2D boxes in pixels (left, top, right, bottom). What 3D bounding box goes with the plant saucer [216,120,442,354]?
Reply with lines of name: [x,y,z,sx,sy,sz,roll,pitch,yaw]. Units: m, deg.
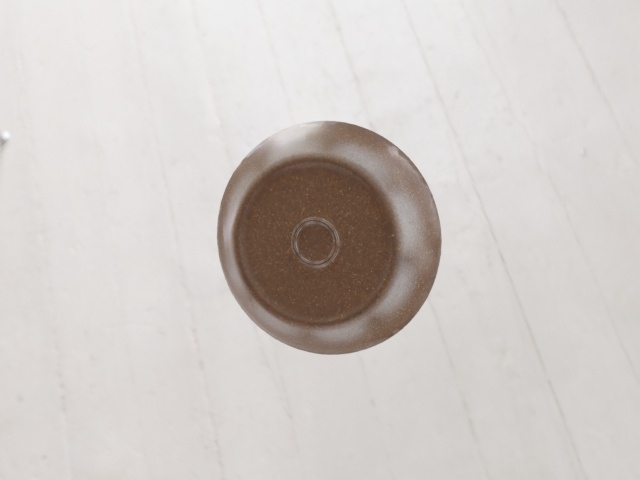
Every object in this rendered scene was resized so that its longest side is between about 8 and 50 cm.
plant saucer: [0.000,0.000,1.051,0.198,0.036,0.199,2,96,17]
